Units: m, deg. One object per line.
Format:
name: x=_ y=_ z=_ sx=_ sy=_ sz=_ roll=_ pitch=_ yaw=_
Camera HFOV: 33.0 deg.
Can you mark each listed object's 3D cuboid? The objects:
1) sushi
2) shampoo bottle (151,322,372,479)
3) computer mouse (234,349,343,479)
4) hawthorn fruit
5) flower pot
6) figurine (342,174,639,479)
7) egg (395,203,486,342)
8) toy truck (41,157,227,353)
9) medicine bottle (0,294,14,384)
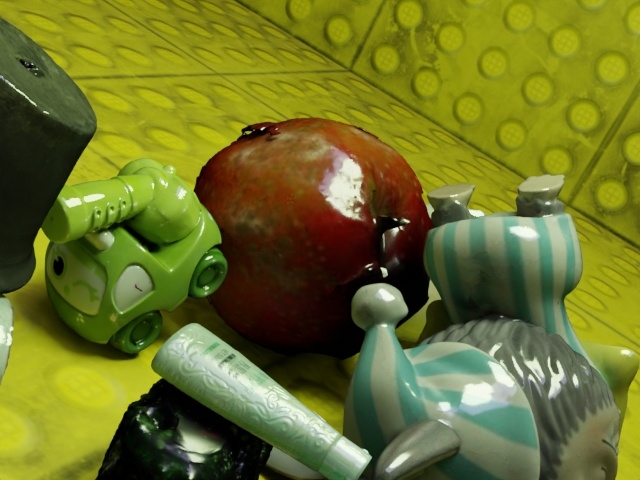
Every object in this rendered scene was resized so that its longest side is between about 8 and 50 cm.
sushi: x=-0.108 y=0.182 z=0.938 sx=0.124 sy=0.127 sz=0.225 roll=31 pitch=19 yaw=6
shampoo bottle: x=-0.046 y=0.138 z=0.883 sx=0.190 sy=0.041 sz=0.069 roll=33 pitch=25 yaw=12
computer mouse: x=-0.057 y=0.183 z=1.112 sx=0.199 sy=0.045 sz=0.102 roll=35 pitch=21 yaw=20
hawthorn fruit: x=-0.008 y=0.005 z=1.278 sx=0.316 sy=0.316 sz=0.316 roll=24 pitch=21 yaw=-10
flower pot: x=-0.277 y=-0.089 z=0.859 sx=0.235 sy=0.148 sz=0.235 roll=44 pitch=12 yaw=-12
figurine: x=0.148 y=0.138 z=1.017 sx=0.266 sy=0.361 sz=0.377 roll=-5 pitch=6 yaw=22
egg: x=0.125 y=0.061 z=1.473 sx=0.206 sy=0.162 sz=0.271 roll=8 pitch=-19 yaw=-4
toy truck: x=-0.197 y=-0.005 z=1.122 sx=0.187 sy=0.211 sz=0.148 roll=-31 pitch=53 yaw=-30
medicine bottle: x=-0.327 y=0.095 z=0.840 sx=0.143 sy=0.147 sz=0.147 roll=16 pitch=23 yaw=-24
